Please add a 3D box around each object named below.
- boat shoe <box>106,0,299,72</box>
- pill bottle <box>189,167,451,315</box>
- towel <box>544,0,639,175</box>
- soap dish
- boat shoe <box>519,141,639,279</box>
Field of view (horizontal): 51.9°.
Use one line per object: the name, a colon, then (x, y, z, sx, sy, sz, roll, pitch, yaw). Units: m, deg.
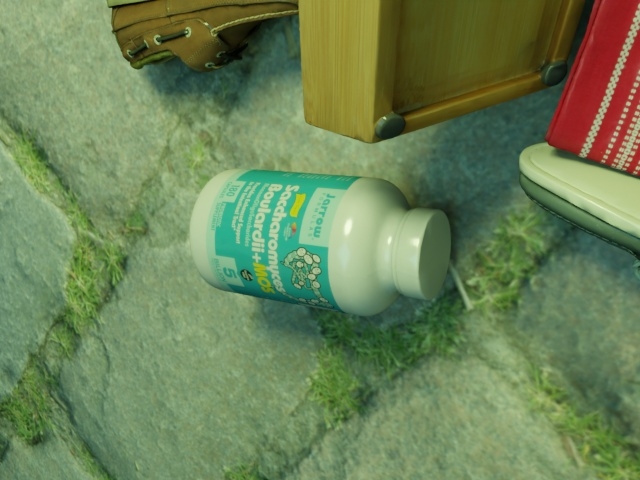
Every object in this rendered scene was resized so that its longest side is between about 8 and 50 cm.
boat shoe: (-0.115, -0.245, 0.736, 0.307, 0.111, 0.104, 11, 115, 39)
pill bottle: (0.000, 0.000, 0.712, 0.264, 0.146, 0.146, 6, 109, 29)
towel: (0.325, -0.114, 0.475, 0.275, 0.031, 0.198, 23, 124, 16)
soap dish: (0.098, -0.217, 0.477, 0.290, 0.229, 0.118, 89, 156, -48)
boat shoe: (0.307, 0.016, 0.552, 0.320, 0.116, 0.099, 27, 133, 19)
